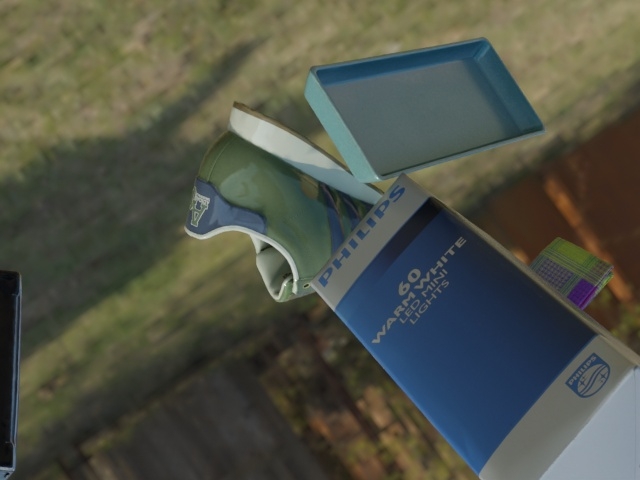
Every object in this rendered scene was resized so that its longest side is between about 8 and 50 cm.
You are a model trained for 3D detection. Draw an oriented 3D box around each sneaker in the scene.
[{"bbox_3d":[0.000,0.000,1.045,0.086,0.192,0.064,-59,-145,-2],"label":"sneaker"}]

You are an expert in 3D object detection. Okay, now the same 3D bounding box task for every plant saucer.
[{"bbox_3d":[0.057,-0.069,0.959,0.018,0.067,0.192,-37,169,33],"label":"plant saucer"}]

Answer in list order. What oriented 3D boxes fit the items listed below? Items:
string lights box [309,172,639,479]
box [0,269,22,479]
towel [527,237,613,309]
[{"bbox_3d":[0.100,0.068,0.796,0.077,0.133,0.260,-50,-156,3],"label":"string lights box"},{"bbox_3d":[-0.297,0.121,1.338,0.108,0.153,0.207,7,157,-20],"label":"box"},{"bbox_3d":[0.161,0.039,1.271,0.083,0.060,0.009,-49,139,-11],"label":"towel"}]
